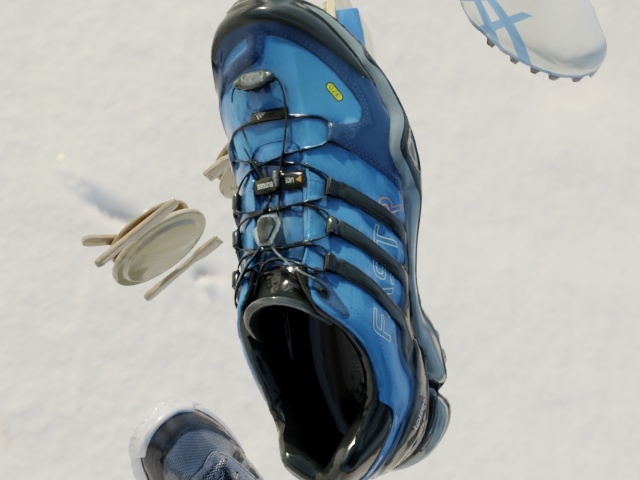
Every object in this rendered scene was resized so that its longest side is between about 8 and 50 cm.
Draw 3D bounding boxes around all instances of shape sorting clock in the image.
[{"bbox_3d":[0.032,-0.118,1.469,0.206,0.040,0.206,-11,90,-84],"label":"shape sorting clock"}]

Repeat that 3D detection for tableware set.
[{"bbox_3d":[-0.093,-0.038,1.345,0.039,0.194,0.128,51,0,20],"label":"tableware set"}]

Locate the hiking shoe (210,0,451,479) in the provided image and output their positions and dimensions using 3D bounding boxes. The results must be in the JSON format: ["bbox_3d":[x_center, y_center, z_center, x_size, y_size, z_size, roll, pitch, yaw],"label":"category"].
[{"bbox_3d":[0.000,0.000,0.994,0.132,0.113,0.304,-23,96,-66],"label":"hiking shoe"}]

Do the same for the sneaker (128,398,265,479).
[{"bbox_3d":[-0.069,0.256,1.594,0.101,0.153,0.268,-47,134,-16],"label":"sneaker"}]

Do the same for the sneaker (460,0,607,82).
[{"bbox_3d":[0.129,-0.218,1.193,0.085,0.086,0.237,-24,76,-23],"label":"sneaker"}]
